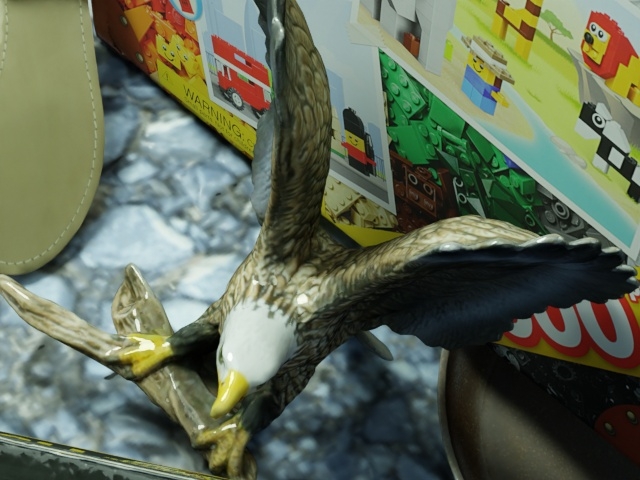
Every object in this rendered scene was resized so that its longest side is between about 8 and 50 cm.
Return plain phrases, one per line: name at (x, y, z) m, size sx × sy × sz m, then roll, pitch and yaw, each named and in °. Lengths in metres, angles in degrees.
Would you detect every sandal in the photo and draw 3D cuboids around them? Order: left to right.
sandal at (-0.183, -0.095, 1.086) m, size 0.088 × 0.079 × 0.240 m, roll 6°, pitch 84°, yaw -26°

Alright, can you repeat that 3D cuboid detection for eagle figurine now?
eagle figurine at (0.000, 0.007, 0.887) m, size 0.226 × 0.298 × 0.225 m, roll 17°, pitch 39°, yaw -29°

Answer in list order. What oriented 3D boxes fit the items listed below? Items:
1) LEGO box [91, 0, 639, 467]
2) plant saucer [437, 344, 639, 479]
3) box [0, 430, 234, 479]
LEGO box at (0.086, -0.169, 0.950) m, size 0.193 × 0.372 × 0.500 m, roll -34°, pitch 55°, yaw -27°
plant saucer at (0.216, 0.111, 1.006) m, size 0.310 × 0.050 × 0.311 m, roll 4°, pitch 53°, yaw -5°
box at (-0.202, 0.204, 0.792) m, size 0.322 × 0.079 × 0.257 m, roll 11°, pitch 85°, yaw 0°
